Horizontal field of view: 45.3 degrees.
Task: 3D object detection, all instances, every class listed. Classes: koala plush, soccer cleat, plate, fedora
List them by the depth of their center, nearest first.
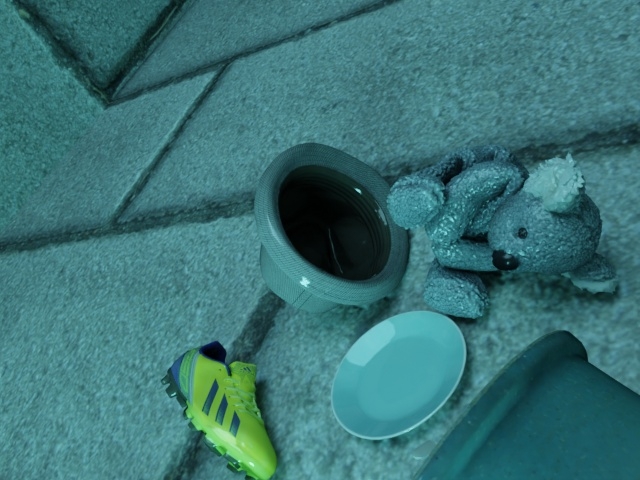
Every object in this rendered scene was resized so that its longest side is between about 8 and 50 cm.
[{"bbox_3d":[0.233,-0.022,0.897,0.203,0.196,0.221,-37,24,-25],"label":"koala plush"},{"bbox_3d":[0.097,0.166,0.945,0.188,0.024,0.188,-27,33,20],"label":"plate"},{"bbox_3d":[-0.124,0.218,1.044,0.121,0.093,0.289,-39,31,-14],"label":"soccer cleat"},{"bbox_3d":[0.000,0.000,1.117,0.124,0.244,0.275,-52,23,41],"label":"fedora"}]

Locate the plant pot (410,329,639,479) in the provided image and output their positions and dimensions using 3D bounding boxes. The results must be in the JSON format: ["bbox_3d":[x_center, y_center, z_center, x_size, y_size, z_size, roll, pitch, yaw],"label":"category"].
[{"bbox_3d":[0.197,0.273,0.384,0.334,0.341,0.341,28,69,30],"label":"plant pot"}]

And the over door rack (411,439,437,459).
[{"bbox_3d":[0.061,0.360,0.675,0.324,0.108,0.239,-34,31,-18],"label":"over door rack"}]
